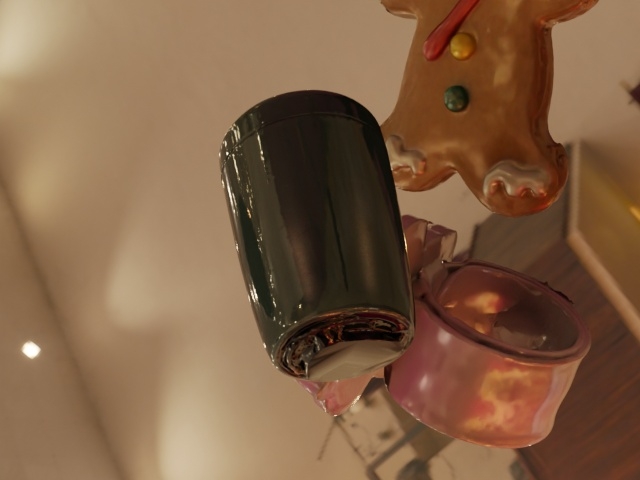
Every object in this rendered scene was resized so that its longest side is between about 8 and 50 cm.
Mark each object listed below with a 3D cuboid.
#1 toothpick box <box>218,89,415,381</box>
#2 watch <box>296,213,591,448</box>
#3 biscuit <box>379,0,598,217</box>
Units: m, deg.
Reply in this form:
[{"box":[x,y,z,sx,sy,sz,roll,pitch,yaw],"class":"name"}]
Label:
[{"box":[0.000,0.000,0.726,0.120,0.120,0.184,22,-136,-41],"class":"toothpick box"},{"box":[0.137,0.092,1.027,0.217,0.211,0.248,28,-155,22],"class":"watch"},{"box":[0.127,-0.199,0.887,0.216,0.340,0.047,14,-173,37],"class":"biscuit"}]
